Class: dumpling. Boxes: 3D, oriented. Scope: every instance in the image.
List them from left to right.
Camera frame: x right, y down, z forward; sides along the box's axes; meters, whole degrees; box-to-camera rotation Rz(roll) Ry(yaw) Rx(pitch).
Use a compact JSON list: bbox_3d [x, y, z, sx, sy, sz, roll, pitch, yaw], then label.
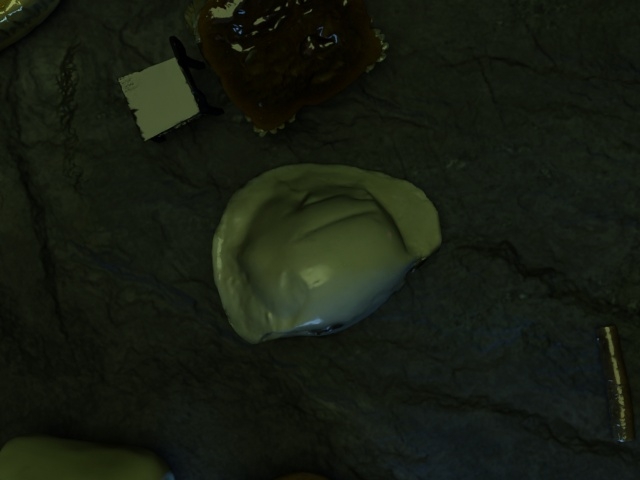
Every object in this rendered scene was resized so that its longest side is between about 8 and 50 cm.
[{"bbox_3d":[-0.003,0.003,1.327,0.227,0.243,0.175,58,135,19],"label":"dumpling"}]

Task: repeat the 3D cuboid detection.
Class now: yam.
[{"bbox_3d":[0.369,0.177,1.342,0.032,0.032,0.145,-10,91,5],"label":"yam"}]

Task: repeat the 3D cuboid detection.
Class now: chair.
[{"bbox_3d":[-0.189,-0.178,1.293,0.101,0.212,0.084,-24,89,4],"label":"chair"}]

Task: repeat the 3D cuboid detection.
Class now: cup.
[{"bbox_3d":[-0.298,0.375,1.332,0.202,0.173,0.255,7,91,6],"label":"cup"}]

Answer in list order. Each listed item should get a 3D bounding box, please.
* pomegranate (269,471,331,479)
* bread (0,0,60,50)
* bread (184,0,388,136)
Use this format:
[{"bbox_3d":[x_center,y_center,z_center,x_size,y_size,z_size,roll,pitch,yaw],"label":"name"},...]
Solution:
[{"bbox_3d":[-0.034,0.386,1.306,0.207,0.207,0.207,0,91,5],"label":"pomegranate"},{"bbox_3d":[-0.442,-0.308,1.367,0.236,0.106,0.140,-28,90,5],"label":"bread"},{"bbox_3d":[-0.042,-0.253,1.304,0.210,0.110,0.192,-31,115,4],"label":"bread"}]
